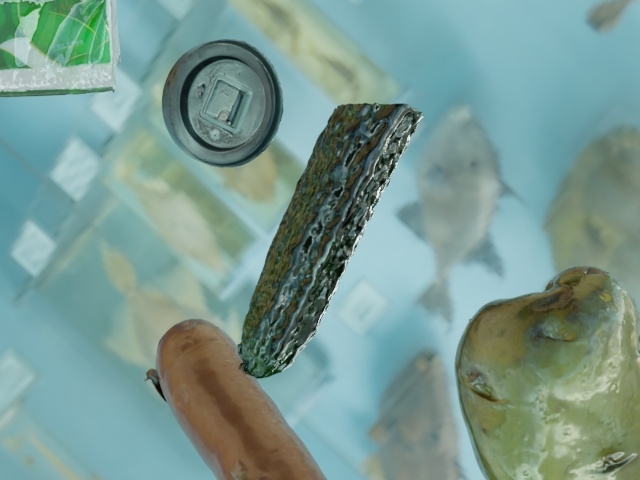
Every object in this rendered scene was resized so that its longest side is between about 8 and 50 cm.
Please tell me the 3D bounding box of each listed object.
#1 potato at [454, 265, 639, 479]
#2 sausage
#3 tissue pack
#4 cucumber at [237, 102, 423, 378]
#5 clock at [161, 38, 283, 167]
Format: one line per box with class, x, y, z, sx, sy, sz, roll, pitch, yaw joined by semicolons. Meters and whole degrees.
potato;0.180;0.121;1.255;0.154;0.200;0.137;-13;-161;-2
sausage;-0.047;0.205;1.498;0.094;0.419;0.094;-4;123;-28
tissue pack;-0.288;-0.213;1.527;0.148;0.209;0.156;-101;-170;-68
cucumber;-0.001;0.000;1.419;0.077;0.077;0.265;-19;133;-82
clock;-0.064;-0.089;1.110;0.085;0.085;0.017;-46;-153;-19
